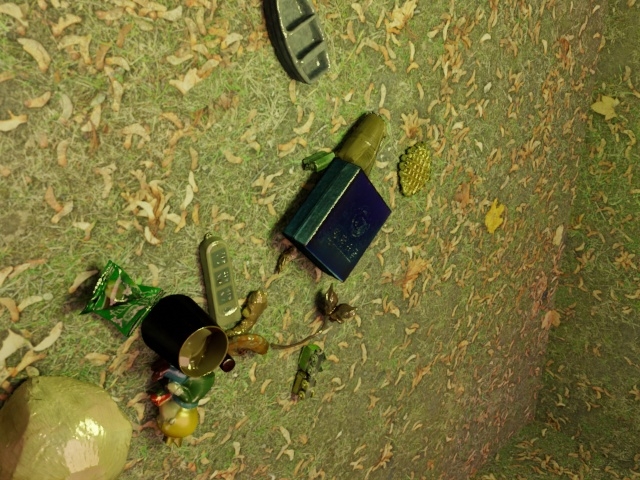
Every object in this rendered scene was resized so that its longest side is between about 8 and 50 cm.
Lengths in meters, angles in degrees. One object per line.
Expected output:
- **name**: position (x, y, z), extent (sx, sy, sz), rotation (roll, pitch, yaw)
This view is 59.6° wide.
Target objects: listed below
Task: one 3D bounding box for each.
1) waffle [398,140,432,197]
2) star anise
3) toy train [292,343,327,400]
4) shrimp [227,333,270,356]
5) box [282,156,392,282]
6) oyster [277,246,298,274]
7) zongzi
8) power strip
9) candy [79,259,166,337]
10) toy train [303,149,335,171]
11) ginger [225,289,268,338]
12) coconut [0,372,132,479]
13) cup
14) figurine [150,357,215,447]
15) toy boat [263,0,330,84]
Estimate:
- **waffle**: position (0.333, -0.247, 1.948), extent (0.169, 0.036, 0.183), rotation (-36, 132, -30)
- **star anise**: position (-0.019, 0.260, 1.774), extent (0.227, 0.218, 0.148), rotation (-52, 131, -43)
- **toy train**: position (-0.040, 0.442, 1.874), extent (0.060, 0.081, 0.202), rotation (1, 114, -43)
- **shrimp**: position (-0.219, 0.308, 1.641), extent (0.187, 0.132, 0.052), rotation (50, 31, -58)
- **box**: position (0.058, -0.054, 1.658), extent (0.279, 0.116, 0.261), rotation (-55, 143, -8)
- **oyster**: position (-0.103, 0.058, 1.672), extent (0.093, 0.034, 0.051), rotation (-48, 151, -33)
- **zongzi**: position (0.150, -0.271, 1.730), extent (0.205, 0.094, 0.204), rotation (-54, 146, -14)
- **power strip**: position (-0.274, 0.112, 1.524), extent (0.080, 0.048, 0.286), rotation (-24, 122, -35)
- **candy**: position (-0.471, 0.140, 1.329), extent (0.141, 0.078, 0.203), rotation (-45, 146, -5)
- **toy train**: position (-0.002, -0.229, 1.620), extent (0.093, 0.056, 0.038), rotation (-31, 123, -34)
- **ginger**: position (-0.207, 0.220, 1.631), extent (0.173, 0.051, 0.069), rotation (-59, 144, -5)
- **coconut**: position (-0.571, 0.463, 1.247), extent (0.297, 0.254, 0.297), rotation (-18, 119, -36)
- **cup**: position (-0.315, 0.249, 1.450), extent (0.239, 0.177, 0.166), rotation (11, 100, -46)
- **figurine**: position (-0.400, 0.436, 1.504), extent (0.185, 0.127, 0.234), rotation (23, 105, -35)
- **toy boat**: position (-0.063, -0.537, 1.410), extent (0.127, 0.078, 0.283), rotation (-43, 132, -21)
